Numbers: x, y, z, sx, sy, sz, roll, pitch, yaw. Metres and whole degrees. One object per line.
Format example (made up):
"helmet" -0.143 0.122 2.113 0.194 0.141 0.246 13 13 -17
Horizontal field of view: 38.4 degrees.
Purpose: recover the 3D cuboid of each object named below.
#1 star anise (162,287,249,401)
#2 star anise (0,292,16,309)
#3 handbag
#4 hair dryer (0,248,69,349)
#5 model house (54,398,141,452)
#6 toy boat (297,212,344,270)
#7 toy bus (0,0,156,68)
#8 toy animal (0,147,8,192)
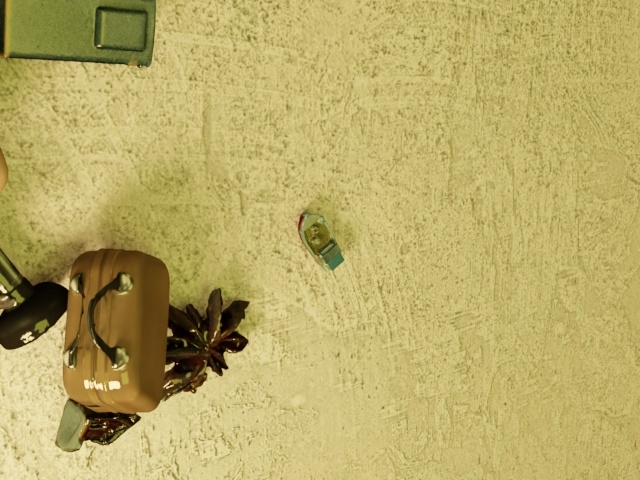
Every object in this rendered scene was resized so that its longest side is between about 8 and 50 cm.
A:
"star anise" -0.252 0.215 1.923 0.283 0.129 0.212 -47 132 -20
"star anise" -0.661 0.081 1.519 0.316 0.139 0.359 -2 85 -10
"handbag" -0.379 0.157 1.679 0.149 0.283 0.302 1 76 6
"hair dryer" -0.661 0.087 1.649 0.284 0.156 0.320 -39 113 9
"model house" -0.436 0.371 1.853 0.152 0.165 0.106 3 89 -35
"toy boat" 0.000 0.000 2.036 0.069 0.059 0.173 -39 124 -14
"toy bus" -0.422 -0.371 1.559 0.275 0.167 0.138 -3 109 -33
"toy animal" -0.602 -0.189 1.445 0.237 0.269 0.326 3 123 6
